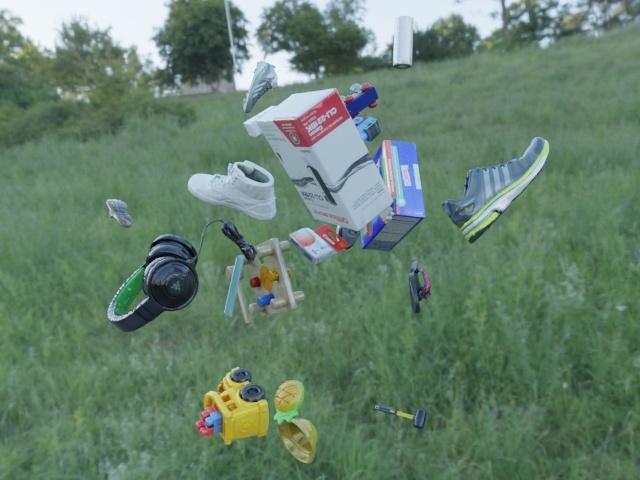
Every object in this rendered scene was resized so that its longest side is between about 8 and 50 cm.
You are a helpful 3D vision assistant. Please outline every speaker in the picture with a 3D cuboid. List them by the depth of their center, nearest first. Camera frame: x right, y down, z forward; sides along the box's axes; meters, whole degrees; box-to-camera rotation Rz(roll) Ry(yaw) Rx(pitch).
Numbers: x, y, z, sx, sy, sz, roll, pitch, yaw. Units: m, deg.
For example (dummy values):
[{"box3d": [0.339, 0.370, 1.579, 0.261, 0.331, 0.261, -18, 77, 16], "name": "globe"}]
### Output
[{"box3d": [0.236, -0.565, 1.518, 0.055, 0.136, 0.055, 1, 3, 0], "name": "speaker"}]

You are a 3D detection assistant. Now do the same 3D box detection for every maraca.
[{"box3d": [-0.120, 0.610, 2.015, 0.127, 0.099, 0.186, -22, 33, 25], "name": "maraca"}]

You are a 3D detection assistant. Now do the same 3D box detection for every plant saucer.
[{"box3d": [-0.262, 0.137, 1.612, 0.018, 0.192, 0.067, 14, -3, -18], "name": "plant saucer"}]

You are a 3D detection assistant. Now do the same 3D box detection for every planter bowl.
[{"box3d": [-0.077, 0.824, 2.257, 0.090, 0.217, 0.217, -29, 15, -39], "name": "planter bowl"}]

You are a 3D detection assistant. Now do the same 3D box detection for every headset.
[{"box3d": [-0.362, 0.095, 1.368, 0.394, 0.185, 0.243, -38, 28, 6], "name": "headset"}]

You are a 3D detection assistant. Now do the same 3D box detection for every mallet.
[{"box3d": [0.281, 0.603, 1.879, 0.189, 0.039, 0.062, 16, 56, 23], "name": "mallet"}]

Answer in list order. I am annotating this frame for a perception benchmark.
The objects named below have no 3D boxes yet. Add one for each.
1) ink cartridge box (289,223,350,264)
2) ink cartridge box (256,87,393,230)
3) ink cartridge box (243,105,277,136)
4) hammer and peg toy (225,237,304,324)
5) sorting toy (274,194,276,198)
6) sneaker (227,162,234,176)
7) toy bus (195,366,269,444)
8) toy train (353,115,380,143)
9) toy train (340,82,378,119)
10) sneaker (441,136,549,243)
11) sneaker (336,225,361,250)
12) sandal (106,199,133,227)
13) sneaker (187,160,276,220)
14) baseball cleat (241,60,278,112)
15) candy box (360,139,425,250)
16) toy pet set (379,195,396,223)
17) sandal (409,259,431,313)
[{"box3d": [0.000, 0.000, 1.908, 0.179, 0.045, 0.145, -28, 54, -31], "name": "ink cartridge box"}, {"box3d": [0.009, -0.167, 1.127, 0.114, 0.273, 0.197, -40, 26, -17], "name": "ink cartridge box"}, {"box3d": [-0.241, -0.508, 2.265, 0.150, 0.063, 0.109, -34, 24, -12], "name": "ink cartridge box"}, {"box3d": [-0.206, 0.152, 1.937, 0.127, 0.266, 0.361, -13, -5, -33], "name": "hammer and peg toy"}, {"box3d": [-0.201, -0.195, 2.086, 0.044, 0.075, 0.083, -3, 12, 3], "name": "sorting toy"}, {"box3d": [-0.316, -0.223, 1.913, 0.067, 0.078, 0.188, 32, 15, -22], "name": "sneaker"}, {"box3d": [-0.289, 0.518, 1.643, 0.211, 0.150, 0.220, -11, 27, -30], "name": "toy bus"}, {"box3d": [0.132, -0.389, 1.973, 0.184, 0.080, 0.105, -42, 43, -17], "name": "toy train"}, {"box3d": [0.107, -0.564, 2.222, 0.248, 0.105, 0.143, -36, 37, -5], "name": "toy train"}, {"box3d": [0.403, -0.138, 1.218, 0.300, 0.121, 0.111, -45, -12, -9], "name": "sneaker"}, {"box3d": [0.149, -0.074, 2.123, 0.101, 0.269, 0.153, 18, 10, -19], "name": "sneaker"}, {"box3d": [-0.719, -0.092, 1.893, 0.072, 0.049, 0.180, 9, 30, -44], "name": "sandal"}, {"box3d": [-0.265, -0.181, 1.587, 0.292, 0.169, 0.108, 18, 49, 11], "name": "sneaker"}, {"box3d": [-0.220, -0.567, 1.998, 0.109, 0.206, 0.072, 17, 4, -13], "name": "baseball cleat"}, {"box3d": [0.229, -0.141, 1.807, 0.122, 0.268, 0.317, 3, -22, -14], "name": "candy box"}, {"box3d": [0.163, -0.105, 1.449, 0.065, 0.122, 0.114, -47, 12, 3], "name": "toy pet set"}, {"box3d": [0.195, 0.083, 1.036, 0.040, 0.067, 0.179, -2, 19, 13], "name": "sandal"}]
